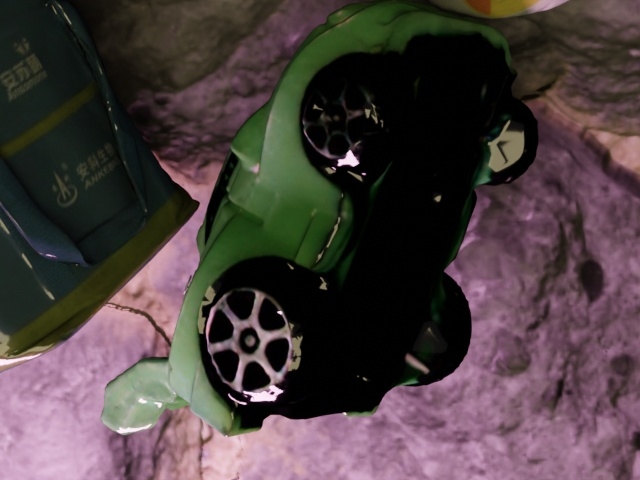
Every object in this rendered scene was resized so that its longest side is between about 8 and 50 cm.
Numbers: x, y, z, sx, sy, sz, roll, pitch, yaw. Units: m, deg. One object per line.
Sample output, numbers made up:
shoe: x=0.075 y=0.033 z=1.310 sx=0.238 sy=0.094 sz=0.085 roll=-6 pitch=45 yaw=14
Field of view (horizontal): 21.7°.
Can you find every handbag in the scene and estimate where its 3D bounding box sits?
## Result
handbag: x=-0.243 y=-0.048 z=1.128 sx=0.222 sy=0.263 sz=0.241 roll=-20 pitch=110 yaw=39

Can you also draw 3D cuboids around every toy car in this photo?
toy car: x=0.000 y=0.000 z=1.163 sx=0.176 sy=0.213 sz=0.359 roll=28 pitch=107 yaw=32

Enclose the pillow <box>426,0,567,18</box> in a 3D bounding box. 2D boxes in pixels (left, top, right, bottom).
pillow: x=0.119 y=-0.268 z=1.134 sx=0.214 sy=0.086 sz=0.233 roll=11 pitch=111 yaw=12
